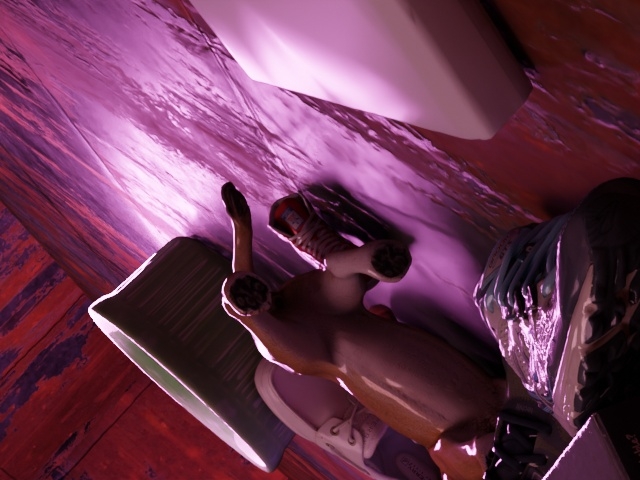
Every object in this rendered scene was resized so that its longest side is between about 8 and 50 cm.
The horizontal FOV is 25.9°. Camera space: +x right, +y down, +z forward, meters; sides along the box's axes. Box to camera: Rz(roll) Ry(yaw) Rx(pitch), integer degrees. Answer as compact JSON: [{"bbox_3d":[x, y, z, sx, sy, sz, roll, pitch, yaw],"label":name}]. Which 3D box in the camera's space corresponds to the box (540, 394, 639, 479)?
[{"bbox_3d":[0.198,0.172,0.693,0.247,0.142,0.163,97,152,-65],"label":"box"}]

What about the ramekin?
[{"bbox_3d":[-0.126,0.133,1.722,0.303,0.148,0.303,39,167,11],"label":"ramekin"}]

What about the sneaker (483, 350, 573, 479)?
[{"bbox_3d":[0.140,0.182,0.905,0.111,0.121,0.299,180,85,-67],"label":"sneaker"}]

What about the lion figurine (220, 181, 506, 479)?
[{"bbox_3d":[0.063,0.109,1.092,0.392,0.142,0.240,42,165,1],"label":"lion figurine"}]

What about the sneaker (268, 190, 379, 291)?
[{"bbox_3d":[0.000,0.000,1.141,0.118,0.042,0.067,30,166,50],"label":"sneaker"}]

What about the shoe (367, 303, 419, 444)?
[{"bbox_3d":[0.077,0.122,1.285,0.081,0.063,0.178,38,162,24],"label":"shoe"}]

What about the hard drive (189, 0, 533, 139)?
[{"bbox_3d":[-0.064,-0.200,0.653,0.233,0.047,0.353,24,157,54],"label":"hard drive"}]

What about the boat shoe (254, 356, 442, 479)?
[{"bbox_3d":[0.052,0.211,1.587,0.277,0.098,0.096,35,169,-12],"label":"boat shoe"}]

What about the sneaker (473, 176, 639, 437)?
[{"bbox_3d":[0.129,0.038,0.736,0.122,0.110,0.283,40,168,23],"label":"sneaker"}]
